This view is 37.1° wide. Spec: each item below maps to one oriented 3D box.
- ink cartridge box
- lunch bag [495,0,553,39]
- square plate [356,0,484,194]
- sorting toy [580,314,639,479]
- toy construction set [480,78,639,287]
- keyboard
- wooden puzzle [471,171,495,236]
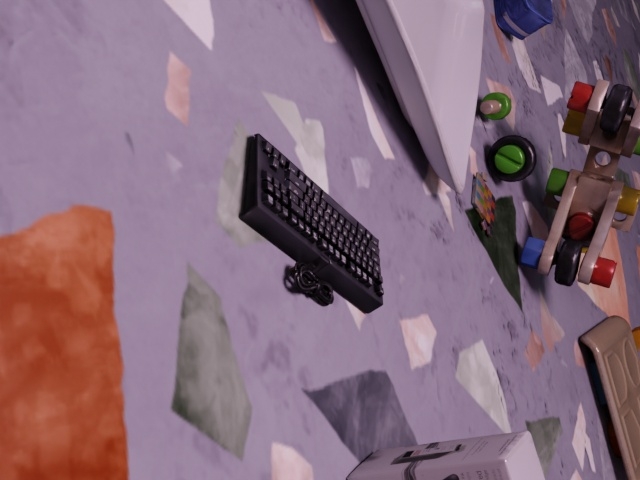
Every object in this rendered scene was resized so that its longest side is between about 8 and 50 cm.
[{"bbox_3d":[0.100,0.204,0.711,0.056,0.135,0.099,-23,95,-57],"label":"ink cartridge box"},{"bbox_3d":[0.289,-0.345,1.380,0.067,0.065,0.098,26,54,-34],"label":"lunch bag"},{"bbox_3d":[0.098,-0.282,0.995,0.347,0.049,0.344,-77,148,-41],"label":"square plate"},{"bbox_3d":[0.465,0.228,1.428,0.307,0.041,0.229,-10,80,-61],"label":"sorting toy"},{"bbox_3d":[0.391,-0.085,1.212,0.237,0.309,0.257,-20,101,-65],"label":"toy construction set"},{"bbox_3d":[0.000,0.000,0.757,0.180,0.023,0.108,38,45,-45],"label":"keyboard"},{"bbox_3d":[0.192,-0.046,1.123,0.049,0.006,0.083,50,38,-36],"label":"wooden puzzle"}]
